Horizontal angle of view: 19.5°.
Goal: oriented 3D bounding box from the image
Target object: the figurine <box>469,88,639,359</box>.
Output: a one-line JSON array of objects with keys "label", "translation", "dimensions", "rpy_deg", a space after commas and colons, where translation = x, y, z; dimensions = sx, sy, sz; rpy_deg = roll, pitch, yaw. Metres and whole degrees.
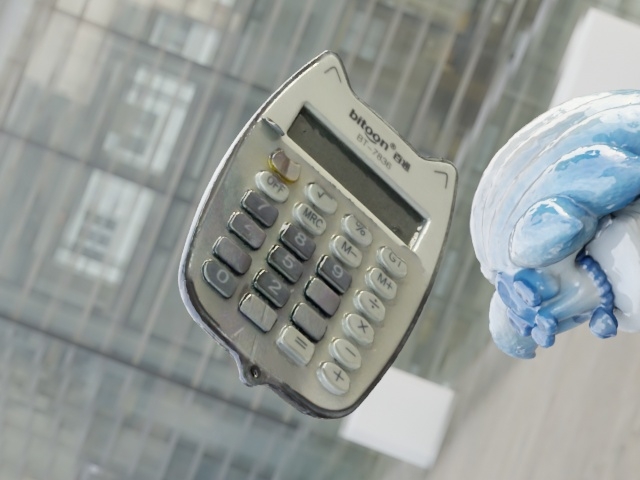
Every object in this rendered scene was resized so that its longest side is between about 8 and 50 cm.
[{"label": "figurine", "translation": [0.099, -0.011, 0.612], "dimensions": [0.114, 0.079, 0.114], "rpy_deg": [-32, -29, -20]}]

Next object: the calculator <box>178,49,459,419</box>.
[{"label": "calculator", "translation": [0.000, 0.000, 1.256], "dimensions": [0.040, 0.177, 0.268], "rpy_deg": [-33, 21, 43]}]
